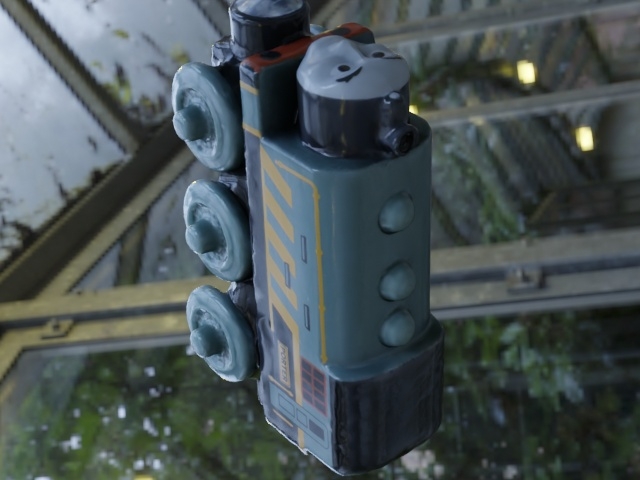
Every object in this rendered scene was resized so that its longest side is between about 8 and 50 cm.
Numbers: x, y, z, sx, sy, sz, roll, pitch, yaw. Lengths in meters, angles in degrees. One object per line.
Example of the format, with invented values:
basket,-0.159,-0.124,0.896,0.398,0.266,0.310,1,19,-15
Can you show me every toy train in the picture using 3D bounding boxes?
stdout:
toy train,0.000,0.000,0.875,0.142,0.190,0.334,-23,-52,-32
